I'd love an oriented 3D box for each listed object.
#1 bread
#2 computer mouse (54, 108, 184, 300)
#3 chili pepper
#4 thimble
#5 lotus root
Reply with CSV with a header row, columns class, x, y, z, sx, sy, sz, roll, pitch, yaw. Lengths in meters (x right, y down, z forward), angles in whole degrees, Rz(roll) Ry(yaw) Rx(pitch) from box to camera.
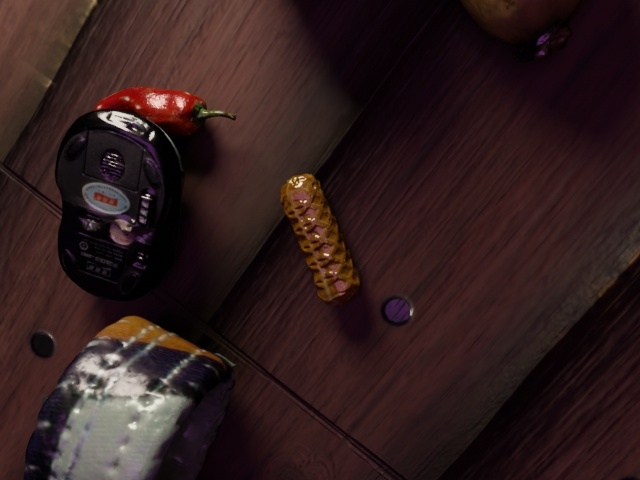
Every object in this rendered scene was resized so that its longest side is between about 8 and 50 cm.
class,x,y,z,sx,sy,sz,roll,pitch,yaw
bread,0.000,0.000,0.694,0.052,0.044,0.157,-21,94,20
computer mouse,-0.226,-0.042,0.705,0.137,0.096,0.233,24,117,7
chili pepper,-0.188,-0.147,0.705,0.191,0.050,0.059,3,116,18
thimble,-0.203,0.212,0.686,0.150,0.237,0.237,22,103,10
lotus root,0.183,-0.299,0.564,0.154,0.140,0.256,-29,106,-25
